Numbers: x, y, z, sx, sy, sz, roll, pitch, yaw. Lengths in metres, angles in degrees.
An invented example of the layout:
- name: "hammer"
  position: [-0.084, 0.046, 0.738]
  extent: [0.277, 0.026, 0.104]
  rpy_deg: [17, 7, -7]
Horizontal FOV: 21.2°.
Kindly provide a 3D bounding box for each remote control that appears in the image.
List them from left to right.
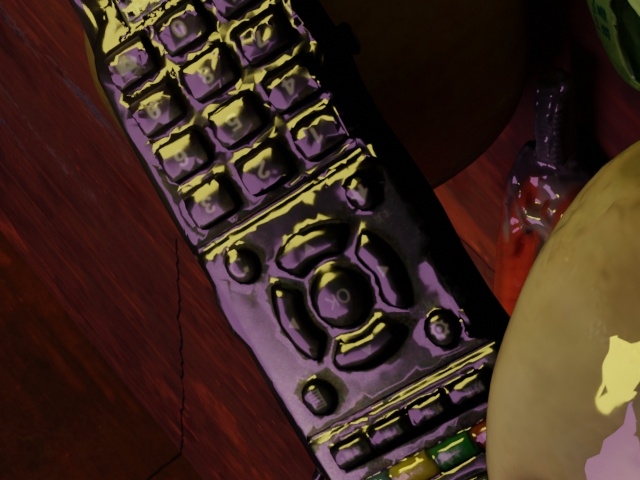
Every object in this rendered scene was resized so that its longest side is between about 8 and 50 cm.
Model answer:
- name: "remote control"
  position: [0.000, 0.000, 0.861]
  extent: [0.145, 0.062, 0.398]
  rpy_deg: [-30, 89, 27]

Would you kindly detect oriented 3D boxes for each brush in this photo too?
- name: "brush"
  position: [0.150, 0.005, 1.117]
  extent: [0.051, 0.070, 0.323]
  rpy_deg: [39, 156, 29]

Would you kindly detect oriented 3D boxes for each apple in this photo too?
- name: "apple"
  position: [-0.009, -0.124, 1.019]
  extent: [0.257, 0.234, 0.257]
  rpy_deg: [39, 157, 20]

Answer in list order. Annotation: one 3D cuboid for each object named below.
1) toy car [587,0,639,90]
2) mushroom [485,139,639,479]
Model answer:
- name: "toy car"
  position: [0.195, -0.090, 0.854]
  extent: [0.186, 0.058, 0.093]
  rpy_deg: [33, 153, 44]
- name: "mushroom"
  position: [0.234, 0.095, 0.719]
  extent: [0.315, 0.315, 0.356]
  rpy_deg: [42, 174, 32]
